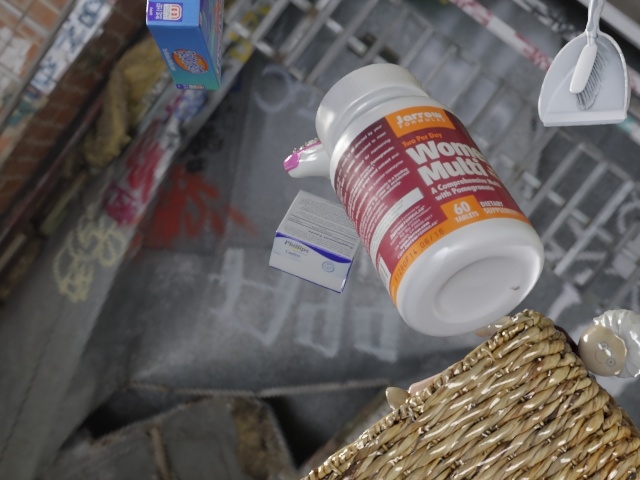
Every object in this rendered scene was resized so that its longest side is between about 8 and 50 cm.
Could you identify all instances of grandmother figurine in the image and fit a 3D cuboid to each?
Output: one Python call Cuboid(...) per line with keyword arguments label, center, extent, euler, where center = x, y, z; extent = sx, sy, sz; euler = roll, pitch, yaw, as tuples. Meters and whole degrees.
Cuboid(label="grandmother figurine", center=(0.271, 0.188, 1.376), extent=(0.208, 0.342, 0.104), euler=(59, -164, -13))

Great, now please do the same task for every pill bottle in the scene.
Cuboid(label="pill bottle", center=(0.080, -0.039, 0.858), extent=(0.121, 0.121, 0.221), euler=(32, -156, -47))

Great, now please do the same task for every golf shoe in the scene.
Cuboid(label="golf shoe", center=(0.090, -0.129, 1.810), extent=(0.115, 0.306, 0.140), euler=(160, 97, -70))

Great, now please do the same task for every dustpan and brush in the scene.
Cuboid(label="dustpan and brush", center=(0.401, -0.278, 1.567), extent=(0.147, 0.211, 0.060), euler=(3, 157, 45))

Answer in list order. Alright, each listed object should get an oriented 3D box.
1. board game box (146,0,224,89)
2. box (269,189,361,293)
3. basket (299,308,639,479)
Cuboid(label="board game box", center=(-0.117, -0.239, 0.959), extent=(0.047, 0.160, 0.210), euler=(2, 174, -1))
Cuboid(label="box", center=(0.000, 0.000, 1.666), extent=(0.126, 0.072, 0.137), euler=(21, -145, 5))
Cuboid(label="basket", center=(0.162, 0.243, 1.012), extent=(0.223, 0.299, 0.213), euler=(53, -175, 17))
